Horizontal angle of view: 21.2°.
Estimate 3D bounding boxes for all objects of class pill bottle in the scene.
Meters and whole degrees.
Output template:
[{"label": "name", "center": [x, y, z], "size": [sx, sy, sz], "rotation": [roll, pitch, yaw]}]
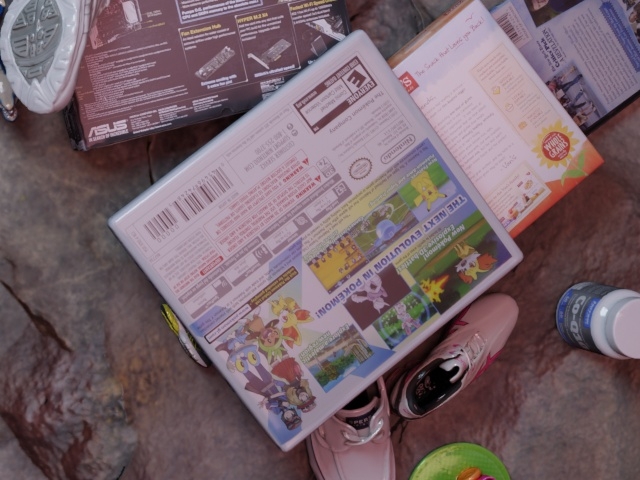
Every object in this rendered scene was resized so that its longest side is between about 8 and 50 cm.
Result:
[{"label": "pill bottle", "center": [0.320, 0.089, 1.879], "size": [0.078, 0.137, 0.078], "rotation": [-1, 94, -16]}]

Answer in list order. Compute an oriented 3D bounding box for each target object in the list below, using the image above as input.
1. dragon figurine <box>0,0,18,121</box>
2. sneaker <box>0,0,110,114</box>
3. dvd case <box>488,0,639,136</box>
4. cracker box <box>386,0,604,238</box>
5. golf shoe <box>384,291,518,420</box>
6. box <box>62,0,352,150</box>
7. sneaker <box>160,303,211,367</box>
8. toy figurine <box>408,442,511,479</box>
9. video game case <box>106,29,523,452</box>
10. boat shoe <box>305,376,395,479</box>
[{"label": "dragon figurine", "center": [-0.354, -0.258, 1.681], "size": [0.085, 0.144, 0.289], "rotation": [-11, 78, -14]}, {"label": "sneaker", "center": [-0.233, -0.228, 1.625], "size": [0.115, 0.090, 0.232], "rotation": [17, 78, -60]}, {"label": "dvd case", "center": [0.315, -0.238, 1.916], "size": [0.253, 0.022, 0.180], "rotation": [-36, 104, -12]}, {"label": "cracker box", "center": [0.173, -0.127, 1.847], "size": [0.156, 0.067, 0.232], "rotation": [-40, 104, 0]}, {"label": "golf shoe", "center": [0.153, 0.130, 1.860], "size": [0.186, 0.086, 0.067], "rotation": [-44, 103, -11]}, {"label": "box", "center": [-0.132, -0.243, 1.753], "size": [0.308, 0.076, 0.242], "rotation": [-16, 98, -15]}, {"label": "sneaker", "center": [-0.134, 0.095, 1.799], "size": [0.035, 0.031, 0.083], "rotation": [-34, 102, -12]}, {"label": "toy figurine", "center": [0.158, 0.307, 1.834], "size": [0.173, 0.159, 0.130], "rotation": [-33, 102, -11]}, {"label": "video game case", "center": [0.000, 0.000, 1.750], "size": [0.329, 0.036, 0.300], "rotation": [-38, 101, -11]}, {"label": "boat shoe", "center": [0.028, 0.184, 1.826], "size": [0.095, 0.084, 0.258], "rotation": [-20, 99, -15]}]
